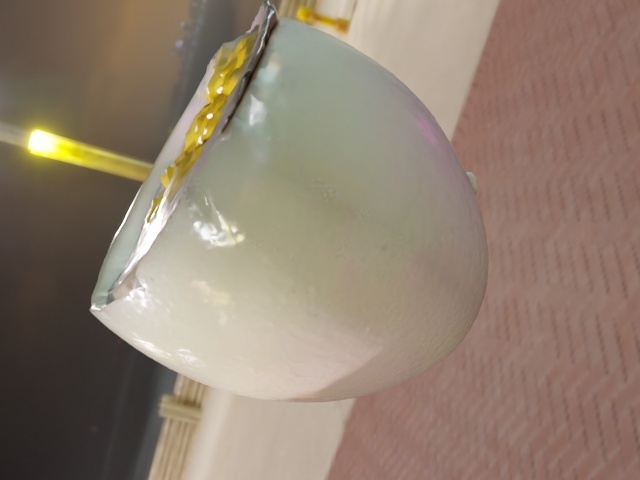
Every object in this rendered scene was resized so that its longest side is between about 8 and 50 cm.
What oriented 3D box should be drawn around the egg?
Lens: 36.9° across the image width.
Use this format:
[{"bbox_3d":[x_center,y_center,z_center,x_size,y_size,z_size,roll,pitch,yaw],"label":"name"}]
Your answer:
[{"bbox_3d":[0.000,0.000,0.937,0.355,0.339,0.355,-53,17,24],"label":"egg"}]
